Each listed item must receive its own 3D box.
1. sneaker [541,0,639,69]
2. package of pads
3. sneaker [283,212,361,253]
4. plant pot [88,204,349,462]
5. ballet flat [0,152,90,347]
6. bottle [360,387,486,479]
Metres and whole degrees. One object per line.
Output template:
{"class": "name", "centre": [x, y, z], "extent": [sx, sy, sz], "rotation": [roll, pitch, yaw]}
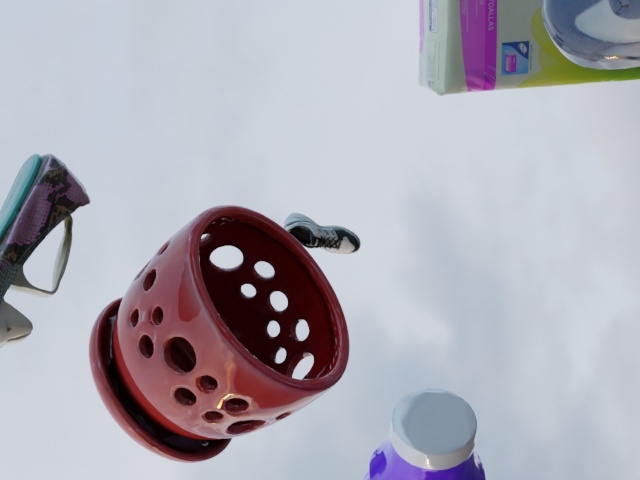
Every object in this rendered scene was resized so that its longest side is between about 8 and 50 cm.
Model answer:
{"class": "sneaker", "centre": [0.247, -0.198, 0.966], "extent": [0.131, 0.319, 0.112], "rotation": [13, -119, -49]}
{"class": "package of pads", "centre": [0.270, -0.311, 2.064], "extent": [0.297, 0.101, 0.229], "rotation": [-6, -73, -16]}
{"class": "sneaker", "centre": [0.000, 0.000, 1.699], "extent": [0.037, 0.083, 0.032], "rotation": [-74, 0, -64]}
{"class": "plant pot", "centre": [-0.098, 0.088, 1.453], "extent": [0.191, 0.174, 0.191], "rotation": [34, -143, -31]}
{"class": "ballet flat", "centre": [-0.250, 0.031, 1.308], "extent": [0.079, 0.077, 0.221], "rotation": [39, -118, -18]}
{"class": "bottle", "centre": [0.082, 0.235, 1.357], "extent": [0.282, 0.118, 0.092], "rotation": [92, -162, -46]}
